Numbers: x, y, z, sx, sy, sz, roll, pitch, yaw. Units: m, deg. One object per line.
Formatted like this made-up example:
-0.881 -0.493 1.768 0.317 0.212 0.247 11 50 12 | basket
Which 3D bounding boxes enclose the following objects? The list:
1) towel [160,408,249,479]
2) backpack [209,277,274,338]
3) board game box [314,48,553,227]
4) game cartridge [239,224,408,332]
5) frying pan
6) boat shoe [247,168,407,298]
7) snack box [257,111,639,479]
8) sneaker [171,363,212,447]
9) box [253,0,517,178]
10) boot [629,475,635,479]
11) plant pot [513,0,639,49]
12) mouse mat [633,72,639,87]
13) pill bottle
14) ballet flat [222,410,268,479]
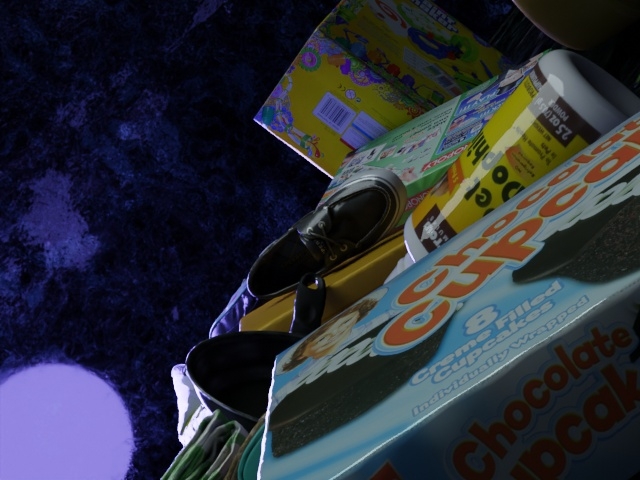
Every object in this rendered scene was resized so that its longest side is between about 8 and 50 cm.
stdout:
-0.133 0.314 1.057 0.325 0.038 0.248 -55 -27 -17 | towel
-0.052 0.119 1.801 0.188 0.166 0.144 -47 4 32 | backpack
0.134 -0.100 1.569 0.317 0.046 0.213 -26 21 33 | board game box
0.038 0.049 1.502 0.285 0.053 0.323 -31 3 -2 | game cartridge
-0.041 0.106 1.186 0.326 0.197 0.053 -134 52 -61 | frying pan
0.000 0.000 1.474 0.228 0.080 0.076 -30 8 34 | boat shoe
0.123 0.004 0.484 0.322 0.060 0.187 -35 9 7 | snack box
-0.067 0.213 1.556 0.384 0.145 0.147 163 105 -68 | sneaker
0.111 -0.197 1.825 0.177 0.290 0.279 -51 2 36 | box
0.067 0.131 0.650 0.263 0.091 0.229 -42 -2 -22 | boot
0.313 -0.366 1.372 0.239 0.254 0.254 -31 15 35 | plant pot
0.352 -0.224 1.158 0.152 0.007 0.190 -54 4 -32 | mouse mat
0.140 -0.020 0.922 0.215 0.117 0.117 -52 3 22 | pill bottle
-0.024 0.216 0.989 0.342 0.116 0.124 -57 -15 3 | ballet flat
